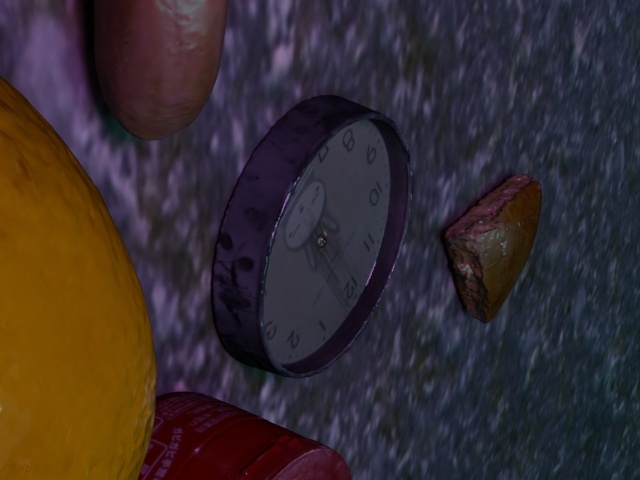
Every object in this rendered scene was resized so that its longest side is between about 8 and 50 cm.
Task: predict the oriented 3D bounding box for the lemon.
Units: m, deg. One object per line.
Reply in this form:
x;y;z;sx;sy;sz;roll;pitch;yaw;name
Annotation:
-0.192;0.033;0.505;0.245;0.245;0.320;-54;143;-27;lemon

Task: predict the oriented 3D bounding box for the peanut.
-0.089;-0.124;0.765;0.076;0.076;0.152;-35;141;-47;peanut

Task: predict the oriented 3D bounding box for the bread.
0.165;0.022;1.328;0.154;0.054;0.136;-30;135;-47;bread

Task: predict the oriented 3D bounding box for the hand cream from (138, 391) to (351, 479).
-0.076;0.207;0.943;0.193;0.125;0.193;-38;139;-43;hand cream

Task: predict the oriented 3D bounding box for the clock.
0.000;0.000;1.031;0.215;0.042;0.215;-39;139;-44;clock
